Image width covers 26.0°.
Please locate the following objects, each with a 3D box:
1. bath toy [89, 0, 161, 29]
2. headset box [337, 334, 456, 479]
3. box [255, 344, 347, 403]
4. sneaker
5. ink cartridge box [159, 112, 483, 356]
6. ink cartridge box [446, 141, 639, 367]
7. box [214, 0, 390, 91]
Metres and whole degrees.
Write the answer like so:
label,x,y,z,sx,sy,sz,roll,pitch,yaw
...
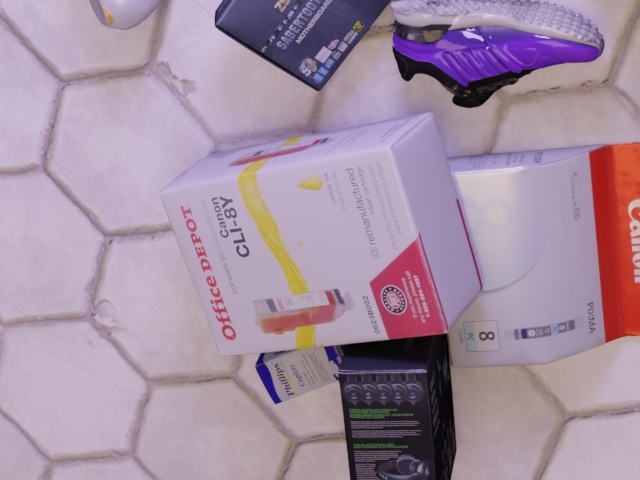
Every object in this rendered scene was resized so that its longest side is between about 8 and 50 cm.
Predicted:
label,x,y,z,sx,sy,sz,roll,pitch,yaw
bath toy,-0.296,-0.468,1.923,0.129,0.151,0.348,-24,109,-17
headset box,0.118,0.248,2.046,0.131,0.246,0.283,-2,112,12
box,-0.016,0.170,2.109,0.137,0.126,0.072,-24,106,19
sneaker,0.240,-0.252,1.912,0.293,0.102,0.146,9,118,13
ink cartridge box,0.000,0.000,1.971,0.385,0.160,0.279,-9,109,31
ink cartridge box,0.361,0.023,1.993,0.385,0.091,0.308,-4,110,15
box,-0.010,-0.346,1.915,0.183,0.059,0.232,31,115,-20
